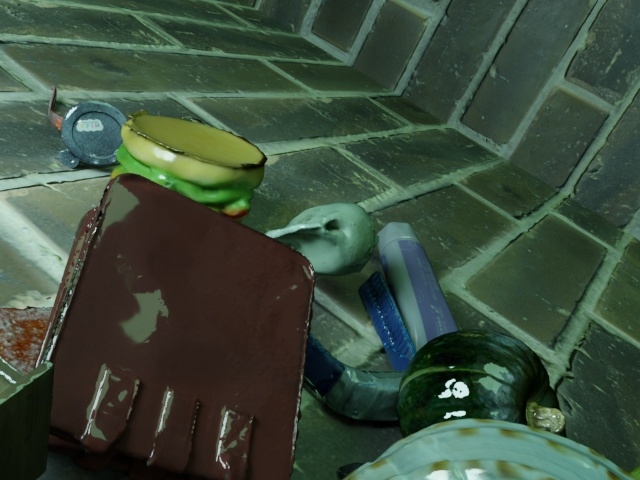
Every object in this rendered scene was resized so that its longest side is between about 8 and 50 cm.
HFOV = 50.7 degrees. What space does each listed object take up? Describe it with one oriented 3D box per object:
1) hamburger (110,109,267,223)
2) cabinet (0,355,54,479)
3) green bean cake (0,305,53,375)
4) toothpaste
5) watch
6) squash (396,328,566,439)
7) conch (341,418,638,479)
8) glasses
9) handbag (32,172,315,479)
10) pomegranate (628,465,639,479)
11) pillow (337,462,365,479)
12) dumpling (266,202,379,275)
[{"bbox_3d":[-0.202,-0.089,1.018,0.237,0.149,0.237,18,18,-6],"label":"hamburger"},{"bbox_3d":[-0.312,0.128,0.418,0.175,0.148,0.215,33,39,13],"label":"cabinet"},{"bbox_3d":[-0.281,0.122,0.628,0.136,0.056,0.135,3,37,-43],"label":"green bean cake"},{"bbox_3d":[0.164,0.102,1.104,0.125,0.080,0.371,17,31,-22],"label":"toothpaste"},{"bbox_3d":[0.055,0.136,0.949,0.276,0.068,0.274,3,29,-42],"label":"watch"},{"bbox_3d":[0.186,0.205,0.769,0.218,0.172,0.218,54,18,-26],"label":"squash"},{"bbox_3d":[0.097,0.245,0.491,0.215,0.303,0.319,51,-4,5],"label":"conch"},{"bbox_3d":[-0.358,-0.183,1.183,0.234,0.118,0.268,7,11,-34],"label":"glasses"},{"bbox_3d":[-0.131,0.094,0.652,0.260,0.084,0.275,26,49,-29],"label":"handbag"},{"bbox_3d":[0.338,0.337,0.627,0.341,0.260,0.260,-6,33,-11],"label":"pomegranate"},{"bbox_3d":[0.086,0.281,0.695,0.150,0.048,0.090,27,23,2],"label":"pillow"},{"bbox_3d":[0.009,0.010,0.988,0.219,0.153,0.108,18,46,-58],"label":"dumpling"}]
